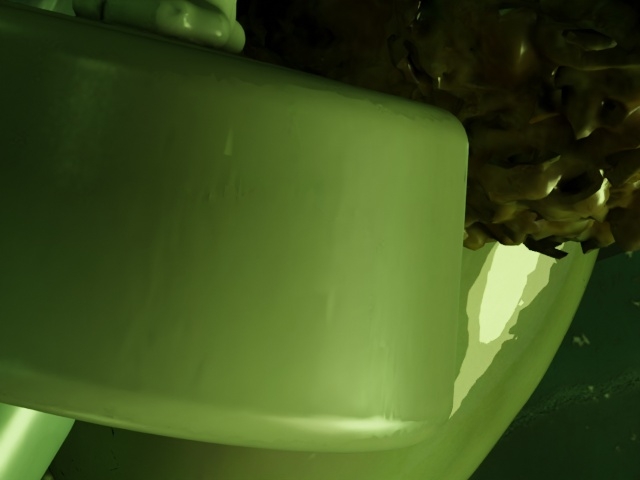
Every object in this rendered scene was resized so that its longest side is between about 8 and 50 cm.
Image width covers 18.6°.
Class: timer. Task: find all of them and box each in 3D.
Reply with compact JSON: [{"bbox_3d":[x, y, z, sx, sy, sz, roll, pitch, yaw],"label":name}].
[{"bbox_3d":[-0.028,-0.100,0.458,0.175,0.175,0.266,-28,130,-85],"label":"timer"}]

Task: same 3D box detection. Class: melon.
[{"bbox_3d":[0.000,0.000,0.834,0.317,0.223,0.223,-61,177,10],"label":"melon"}]

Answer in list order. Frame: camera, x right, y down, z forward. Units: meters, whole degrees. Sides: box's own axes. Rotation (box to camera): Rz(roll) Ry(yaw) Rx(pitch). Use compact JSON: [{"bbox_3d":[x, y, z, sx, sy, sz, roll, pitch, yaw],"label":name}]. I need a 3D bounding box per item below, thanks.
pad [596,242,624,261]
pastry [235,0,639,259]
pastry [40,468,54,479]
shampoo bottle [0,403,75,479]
[{"bbox_3d":[0.216,-0.047,1.199,0.170,0.006,0.245,-21,158,10],"label":"pad"},{"bbox_3d":[0.070,-0.116,0.608,0.193,0.275,0.275,79,31,-41],"label":"pastry"},{"bbox_3d":[-0.119,0.102,1.147,0.121,0.089,0.258,-46,168,-25],"label":"pastry"},{"bbox_3d":[-0.176,0.146,0.620,0.359,0.078,0.134,-61,-173,-14],"label":"shampoo bottle"}]
